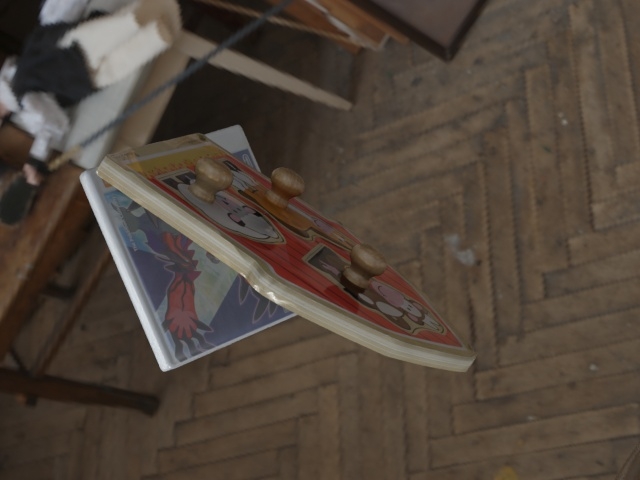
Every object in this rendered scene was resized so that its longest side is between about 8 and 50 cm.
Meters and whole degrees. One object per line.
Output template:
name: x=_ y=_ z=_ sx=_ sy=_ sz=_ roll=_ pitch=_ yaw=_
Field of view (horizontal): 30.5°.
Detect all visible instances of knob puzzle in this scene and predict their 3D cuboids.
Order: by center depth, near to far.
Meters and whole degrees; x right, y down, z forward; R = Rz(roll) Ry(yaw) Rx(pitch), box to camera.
knob puzzle: x=0.000 y=0.000 z=0.589 sx=0.213 sy=0.213 sz=0.030 roll=44 pitch=105 yaw=42

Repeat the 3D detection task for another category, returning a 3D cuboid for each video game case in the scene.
video game case: x=-0.113 y=0.002 z=1.133 sx=0.023 sy=0.183 sz=0.201 roll=-27 pitch=86 yaw=54

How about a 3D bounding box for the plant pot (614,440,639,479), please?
plant pot: x=0.292 y=0.188 z=0.671 sx=0.229 sy=0.263 sz=0.263 roll=40 pitch=105 yaw=3
